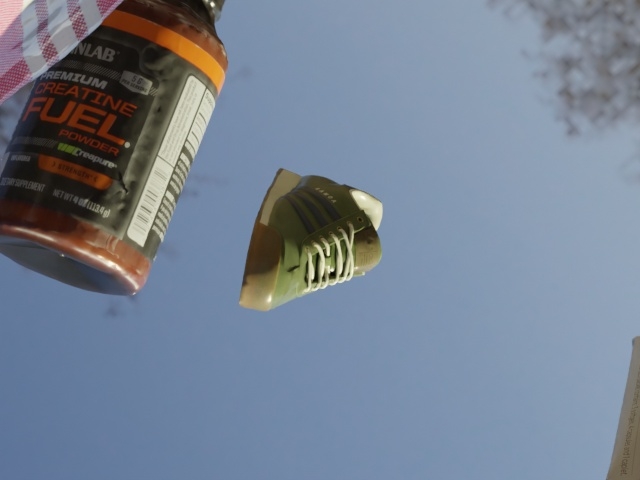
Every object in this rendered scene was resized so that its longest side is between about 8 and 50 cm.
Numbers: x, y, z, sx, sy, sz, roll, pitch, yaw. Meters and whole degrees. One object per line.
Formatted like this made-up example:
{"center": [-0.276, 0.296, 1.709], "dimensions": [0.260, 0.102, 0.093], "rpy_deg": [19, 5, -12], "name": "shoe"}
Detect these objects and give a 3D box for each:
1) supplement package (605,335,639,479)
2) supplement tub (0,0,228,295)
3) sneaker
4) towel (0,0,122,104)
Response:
{"center": [0.259, 0.142, 1.008], "dimensions": [0.194, 0.203, 0.149], "rpy_deg": [-58, -39, -67], "name": "supplement package"}
{"center": [-0.119, -0.075, 1.166], "dimensions": [0.106, 0.198, 0.106], "rpy_deg": [18, 165, 5], "name": "supplement tub"}
{"center": [0.000, 0.000, 1.370], "dimensions": [0.086, 0.064, 0.192], "rpy_deg": [11, -159, 3], "name": "sneaker"}
{"center": [-0.122, -0.064, 0.708], "dimensions": [0.029, 0.197, 0.144], "rpy_deg": [43, 163, 3], "name": "towel"}
